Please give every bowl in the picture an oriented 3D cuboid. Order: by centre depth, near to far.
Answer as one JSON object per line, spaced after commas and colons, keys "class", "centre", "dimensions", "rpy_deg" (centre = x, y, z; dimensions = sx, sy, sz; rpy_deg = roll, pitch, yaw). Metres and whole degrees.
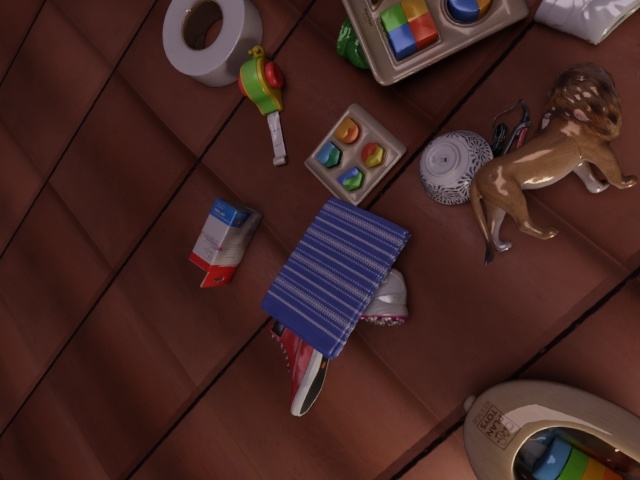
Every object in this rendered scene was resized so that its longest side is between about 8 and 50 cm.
{"class": "bowl", "centre": [0.280, -0.169, 0.911], "dimensions": [0.170, 0.080, 0.169], "rpy_deg": [-6, 80, 37]}

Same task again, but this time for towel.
{"class": "towel", "centre": [0.029, 0.076, 0.976], "dimensions": [0.243, 0.040, 0.335], "rpy_deg": [28, 81, 31]}

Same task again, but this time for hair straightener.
{"class": "hair straightener", "centre": [0.386, -0.191, 0.901], "dimensions": [0.089, 0.047, 0.230], "rpy_deg": [19, 102, 24]}

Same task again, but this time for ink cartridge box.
{"class": "ink cartridge box", "centre": [-0.265, 0.009, 1.136], "dimensions": [0.078, 0.134, 0.230], "rpy_deg": [32, 100, 20]}

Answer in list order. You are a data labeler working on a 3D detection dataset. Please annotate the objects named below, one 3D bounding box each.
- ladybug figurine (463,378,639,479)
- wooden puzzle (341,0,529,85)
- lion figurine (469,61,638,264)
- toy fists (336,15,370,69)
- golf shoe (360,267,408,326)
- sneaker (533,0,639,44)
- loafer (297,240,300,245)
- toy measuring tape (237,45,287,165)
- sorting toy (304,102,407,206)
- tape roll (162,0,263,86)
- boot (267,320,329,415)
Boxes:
{"class": "ladybug figurine", "centre": [0.483, 0.428, 0.782], "dimensions": [0.449, 0.162, 0.305], "rpy_deg": [35, 102, 20]}
{"class": "wooden puzzle", "centre": [0.223, -0.552, 0.884], "dimensions": [0.348, 0.080, 0.321], "rpy_deg": [-23, 88, 10]}
{"class": "lion figurine", "centre": [0.424, -0.149, 0.811], "dimensions": [0.392, 0.142, 0.240], "rpy_deg": [-36, 92, 3]}
{"class": "toy fists", "centre": [0.147, -0.551, 0.993], "dimensions": [0.142, 0.096, 0.279], "rpy_deg": [25, 97, 18]}
{"class": "golf shoe", "centre": [0.065, 0.128, 1.016], "dimensions": [0.307, 0.115, 0.140], "rpy_deg": [1, 74, 22]}
{"class": "sneaker", "centre": [0.583, -0.532, 0.803], "dimensions": [0.169, 0.108, 0.292], "rpy_deg": [39, 113, 18]}
{"class": "loafer", "centre": [0.000, 0.000, 1.079], "dimensions": [0.125, 0.039, 0.045], "rpy_deg": [-15, 116, 26]}
{"class": "toy measuring tape", "centre": [-0.152, -0.368, 1.109], "dimensions": [0.122, 0.121, 0.329], "rpy_deg": [-11, 84, 23]}
{"class": "sorting toy", "centre": [0.080, -0.212, 1.044], "dimensions": [0.208, 0.038, 0.193], "rpy_deg": [-47, 72, 15]}
{"class": "tape roll", "centre": [-0.309, -0.597, 1.192], "dimensions": [0.287, 0.100, 0.285], "rpy_deg": [-1, 88, 24]}
{"class": "boot", "centre": [-0.074, 0.308, 1.075], "dimensions": [0.176, 0.088, 0.244], "rpy_deg": [16, 88, 25]}
